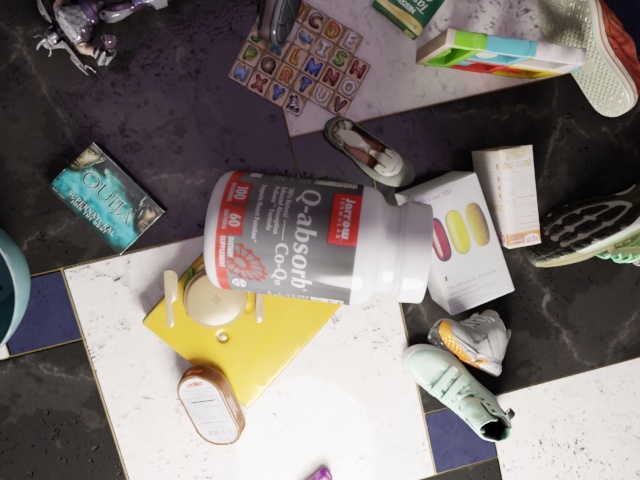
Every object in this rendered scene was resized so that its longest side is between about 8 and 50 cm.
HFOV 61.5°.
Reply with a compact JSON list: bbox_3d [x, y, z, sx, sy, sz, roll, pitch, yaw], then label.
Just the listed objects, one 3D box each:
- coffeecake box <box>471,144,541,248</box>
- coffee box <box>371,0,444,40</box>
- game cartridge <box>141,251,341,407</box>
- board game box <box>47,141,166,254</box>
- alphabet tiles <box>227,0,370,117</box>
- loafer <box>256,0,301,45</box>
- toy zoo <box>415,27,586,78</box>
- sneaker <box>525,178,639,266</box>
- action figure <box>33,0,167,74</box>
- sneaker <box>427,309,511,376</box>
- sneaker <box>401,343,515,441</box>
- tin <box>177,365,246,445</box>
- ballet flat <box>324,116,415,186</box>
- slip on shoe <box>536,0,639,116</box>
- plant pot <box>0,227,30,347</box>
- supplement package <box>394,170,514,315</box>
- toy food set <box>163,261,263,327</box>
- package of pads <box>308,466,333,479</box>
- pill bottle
[{"bbox_3d":[0.363,-0.090,1.061,0.068,0.142,0.186,-10,100,-4],"label":"coffeecake box"},{"bbox_3d":[0.198,-0.496,1.036,0.113,0.040,0.184,38,93,-10],"label":"coffee box"},{"bbox_3d":[-0.146,0.133,1.095,0.285,0.052,0.324,42,90,-10],"label":"game cartridge"},{"bbox_3d":[-0.412,-0.080,1.045,0.126,0.026,0.186,-44,100,2],"label":"board game box"},{"bbox_3d":[-0.031,-0.349,1.052,0.237,0.009,0.198,28,95,-8],"label":"alphabet tiles"},{"bbox_3d":[-0.073,-0.505,0.983,0.095,0.109,0.303,15,86,9],"label":"loafer"},{"bbox_3d":[0.344,-0.338,0.998,0.293,0.192,0.030,6,98,-7],"label":"toy zoo"},{"bbox_3d":[0.633,-0.002,1.112,0.410,0.158,0.182,-21,117,3],"label":"sneaker"},{"bbox_3d":[-0.393,-0.423,0.962,0.285,0.099,0.185,-32,105,3],"label":"action figure"},{"bbox_3d":[0.307,0.184,1.087,0.262,0.099,0.121,34,80,-48],"label":"sneaker"},{"bbox_3d":[0.288,0.312,1.109,0.256,0.151,0.094,35,95,-8],"label":"sneaker"},{"bbox_3d":[-0.220,0.338,1.092,0.106,0.040,0.190,-14,112,14],"label":"tin"},{"bbox_3d":[0.100,-0.170,1.061,0.213,0.068,0.072,32,94,-10],"label":"ballet flat"},{"bbox_3d":[0.532,-0.405,1.056,0.101,0.123,0.331,-39,101,-22],"label":"slip on shoe"},{"bbox_3d":[-0.647,0.072,0.958,0.290,0.195,0.290,-1,99,-5],"label":"plant pot"},{"bbox_3d":[0.261,-0.001,1.068,0.139,0.134,0.244,-22,100,-2],"label":"supplement package"},{"bbox_3d":[-0.203,0.104,1.045,0.192,0.038,0.132,0,104,-13],"label":"toy food set"},{"bbox_3d":[-0.011,0.534,1.162,0.083,0.050,0.032,-41,100,2],"label":"package of pads"},{"bbox_3d":[0.000,0.000,0.934,0.362,0.210,0.210,6,98,4],"label":"pill bottle"}]
